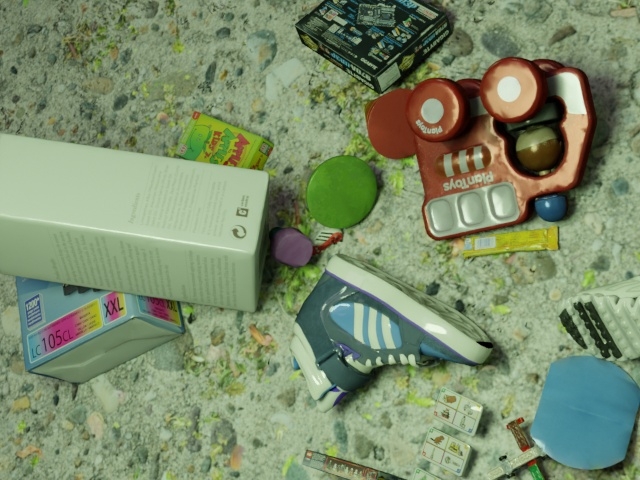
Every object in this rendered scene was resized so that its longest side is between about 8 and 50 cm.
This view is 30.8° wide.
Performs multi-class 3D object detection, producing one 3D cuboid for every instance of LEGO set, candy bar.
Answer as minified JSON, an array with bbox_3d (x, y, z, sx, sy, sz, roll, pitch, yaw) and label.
[{"bbox_3d":[0.260,0.342,1.708,0.244,0.060,0.182,20,97,37],"label":"LEGO set"},{"bbox_3d":[0.292,0.004,1.812,0.161,0.018,0.040,-7,66,31],"label":"candy bar"}]

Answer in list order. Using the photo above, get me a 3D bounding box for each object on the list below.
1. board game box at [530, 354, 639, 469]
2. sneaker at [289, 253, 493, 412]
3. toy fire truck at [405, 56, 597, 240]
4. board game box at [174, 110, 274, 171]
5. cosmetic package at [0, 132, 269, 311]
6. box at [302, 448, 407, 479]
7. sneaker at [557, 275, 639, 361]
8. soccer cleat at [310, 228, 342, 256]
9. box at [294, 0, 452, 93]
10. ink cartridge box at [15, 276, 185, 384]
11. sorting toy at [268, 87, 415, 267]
[{"bbox_3d":[0.376,0.248,1.651,0.133,0.033,0.168,16,66,14],"label":"board game box"},{"bbox_3d":[0.092,0.185,1.820,0.323,0.130,0.236,30,100,32],"label":"sneaker"},{"bbox_3d":[0.284,-0.143,1.804,0.302,0.169,0.254,-12,91,29],"label":"toy fire truck"},{"bbox_3d":[-0.181,-0.170,2.161,0.181,0.043,0.092,24,86,36],"label":"board game box"},{"bbox_3d":[-0.318,-0.026,1.948,0.453,0.230,0.161,8,61,1],"label":"cosmetic package"},{"bbox_3d":[0.053,0.356,1.789,0.137,0.094,0.027,10,78,35],"label":"box"},{"bbox_3d":[0.453,0.093,1.608,0.292,0.118,0.110,-14,108,56],"label":"sneaker"},{"bbox_3d":[0.000,0.000,1.995,0.083,0.029,0.035,-28,51,18],"label":"soccer cleat"},{"bbox_3d":[0.089,-0.367,2.021,0.175,0.051,0.220,-42,53,-13],"label":"box"},{"bbox_3d":[-0.431,0.035,2.185,0.270,0.151,0.395,-27,59,22],"label":"ink cartridge box"},{"bbox_3d":[0.030,-0.117,1.978,0.365,0.127,0.126,-50,31,1],"label":"sorting toy"}]
